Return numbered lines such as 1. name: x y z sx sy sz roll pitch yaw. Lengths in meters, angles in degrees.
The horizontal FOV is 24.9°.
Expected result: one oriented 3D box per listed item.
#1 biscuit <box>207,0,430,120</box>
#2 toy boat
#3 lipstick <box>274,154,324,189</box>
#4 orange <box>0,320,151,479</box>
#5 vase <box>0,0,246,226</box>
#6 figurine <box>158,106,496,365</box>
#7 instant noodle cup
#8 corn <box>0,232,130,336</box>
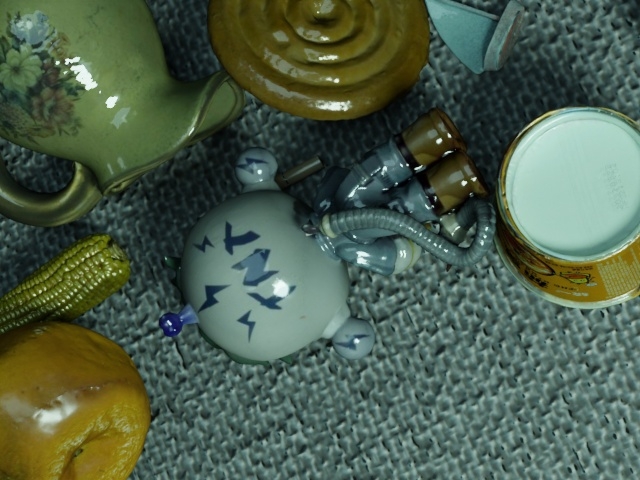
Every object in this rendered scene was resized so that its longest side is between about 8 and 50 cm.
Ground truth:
1. biscuit: 0.001 -0.251 1.652 0.261 0.037 0.262 4 61 -8
2. toy boat: 0.166 -0.247 1.678 0.122 0.034 0.096 22 87 25
3. lipstick: -0.040 -0.072 1.704 0.094 0.019 0.019 -26 76 8
4. orange: -0.324 0.201 1.635 0.183 0.249 0.249 36 92 32
5. vase: -0.292 -0.155 1.693 0.302 0.241 0.329 42 114 3
6. figurine: -0.001 -0.003 1.603 0.382 0.186 0.261 -31 66 13
7. instant noodle cup: 0.277 -0.043 1.540 0.215 0.172 0.216 -2 80 14
8. corn: -0.329 0.071 1.725 0.231 0.080 0.080 -31 76 8
